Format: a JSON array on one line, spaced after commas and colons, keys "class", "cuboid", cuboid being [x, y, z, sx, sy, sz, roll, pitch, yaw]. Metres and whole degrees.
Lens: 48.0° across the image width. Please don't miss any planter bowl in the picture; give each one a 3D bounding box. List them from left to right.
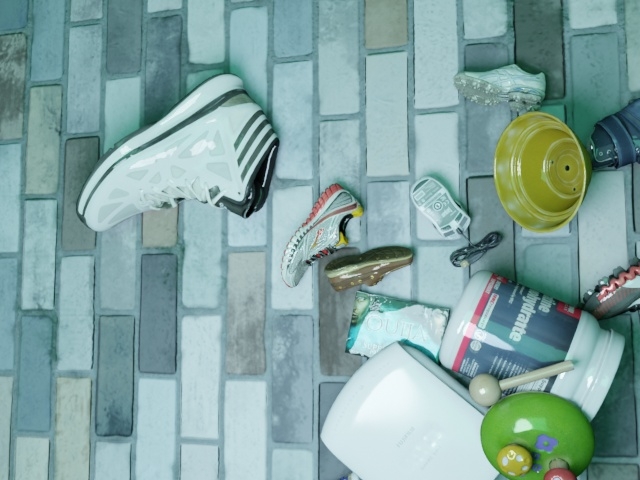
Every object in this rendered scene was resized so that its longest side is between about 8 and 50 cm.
[{"class": "planter bowl", "cuboid": [0.421, -0.127, 1.300, 0.090, 0.217, 0.217, -10, 79, -30]}]

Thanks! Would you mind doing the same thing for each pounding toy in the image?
[{"class": "pounding toy", "cuboid": [0.338, 0.323, 1.139, 0.182, 0.110, 0.237, -11, 110, 20]}]

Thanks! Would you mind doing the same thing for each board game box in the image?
[{"class": "board game box", "cuboid": [0.149, 0.176, 1.395, 0.186, 0.026, 0.126, 10, 87, 15]}]

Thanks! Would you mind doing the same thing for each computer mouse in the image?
[{"class": "computer mouse", "cuboid": [0.251, -0.043, 1.385, 0.106, 0.042, 0.193, -39, 82, 13]}]

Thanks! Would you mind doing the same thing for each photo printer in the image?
[{"class": "photo printer", "cuboid": [0.172, 0.354, 1.314, 0.307, 0.107, 0.256, 40, 96, 9]}]

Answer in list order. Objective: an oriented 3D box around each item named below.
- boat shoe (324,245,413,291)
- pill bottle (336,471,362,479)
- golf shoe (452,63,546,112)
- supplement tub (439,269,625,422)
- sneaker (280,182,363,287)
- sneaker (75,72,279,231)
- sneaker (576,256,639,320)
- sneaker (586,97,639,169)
[{"class": "boat shoe", "cuboid": [0.099, 0.057, 1.408, 0.177, 0.064, 0.060, -15, 111, 14]}, {"class": "pill bottle", "cuboid": [0.022, 0.514, 1.357, 0.169, 0.094, 0.094, -32, 77, 9]}, {"class": "golf shoe", "cuboid": [0.346, -0.304, 1.384, 0.176, 0.069, 0.086, 18, 69, 13]}, {"class": "supplement tub", "cuboid": [0.362, 0.184, 1.252, 0.272, 0.191, 0.191, 23, 90, 16]}, {"class": "sneaker", "cuboid": [0.000, 0.000, 1.420, 0.092, 0.088, 0.225, 35, 94, 14]}, {"class": "sneaker", "cuboid": [-0.277, -0.112, 1.462, 0.447, 0.169, 0.257, -39, 75, 5]}, {"class": "sneaker", "cuboid": [0.592, 0.083, 1.250, 0.276, 0.097, 0.135, -30, 74, 9]}, {"class": "sneaker", "cuboid": [0.574, -0.135, 1.279, 0.163, 0.086, 0.226, -26, 72, 4]}]
